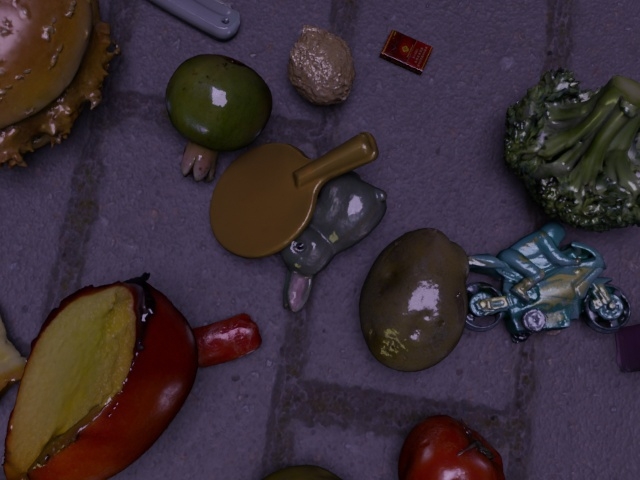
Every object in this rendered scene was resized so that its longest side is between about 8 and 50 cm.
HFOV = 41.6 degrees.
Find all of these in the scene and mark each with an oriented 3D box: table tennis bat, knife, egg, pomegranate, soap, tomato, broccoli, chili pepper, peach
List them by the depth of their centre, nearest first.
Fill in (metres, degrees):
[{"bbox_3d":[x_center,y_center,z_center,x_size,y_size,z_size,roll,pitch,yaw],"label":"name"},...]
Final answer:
[{"bbox_3d":[-0.315,0.239,1.275,0.258,0.201,0.361,9,67,41],"label":"peach"},{"bbox_3d":[0.205,0.368,1.314,0.187,0.187,0.151,42,93,5],"label":"tomato"},{"bbox_3d":[0.635,0.161,1.366,0.260,0.181,0.081,-6,80,-2],"label":"soap"},{"bbox_3d":[-0.049,-0.089,1.372,0.321,0.050,0.198,-25,61,21],"label":"table tennis bat"},{"bbox_3d":[-0.160,0.162,1.384,0.123,0.070,0.073,-18,65,-3],"label":"chili pepper"},{"bbox_3d":[-0.175,-0.205,1.391,0.180,0.179,0.210,16,81,0],"label":"pomegranate"},{"bbox_3d":[0.446,-0.156,1.395,0.288,0.235,0.259,15,114,-8],"label":"broccoli"},{"bbox_3d":[0.000,-0.297,1.445,0.116,0.118,0.140,-21,73,11],"label":"egg"},{"bbox_3d":[-0.261,-0.438,1.497,0.266,0.040,0.073,28,69,2],"label":"knife"}]

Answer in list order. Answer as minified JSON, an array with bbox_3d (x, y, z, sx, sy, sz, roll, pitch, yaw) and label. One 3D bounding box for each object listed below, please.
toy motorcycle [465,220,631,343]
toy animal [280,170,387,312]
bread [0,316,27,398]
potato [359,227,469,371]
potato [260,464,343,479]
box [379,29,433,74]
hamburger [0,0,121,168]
[{"bbox_3d":[0.367,0.066,1.407,0.297,0.109,0.198,-5,78,-5],"label":"toy motorcycle"},{"bbox_3d":[-0.001,-0.001,1.392,0.125,0.127,0.251,36,84,1],"label":"toy animal"},{"bbox_3d":[-0.659,0.200,1.259,0.315,0.279,0.248,-32,76,4],"label":"bread"},{"bbox_3d":[0.153,0.094,1.356,0.178,0.160,0.235,21,93,11],"label":"potato"},{"bbox_3d":[-0.043,0.455,1.297,0.197,0.148,0.228,31,79,16],"label":"potato"},{"bbox_3d":[0.153,-0.336,1.506,0.082,0.023,0.051,25,79,1],"label":"box"},{"bbox_3d":[-0.499,-0.275,1.350,0.445,0.268,0.287,-44,89,-10],"label":"hamburger"}]
